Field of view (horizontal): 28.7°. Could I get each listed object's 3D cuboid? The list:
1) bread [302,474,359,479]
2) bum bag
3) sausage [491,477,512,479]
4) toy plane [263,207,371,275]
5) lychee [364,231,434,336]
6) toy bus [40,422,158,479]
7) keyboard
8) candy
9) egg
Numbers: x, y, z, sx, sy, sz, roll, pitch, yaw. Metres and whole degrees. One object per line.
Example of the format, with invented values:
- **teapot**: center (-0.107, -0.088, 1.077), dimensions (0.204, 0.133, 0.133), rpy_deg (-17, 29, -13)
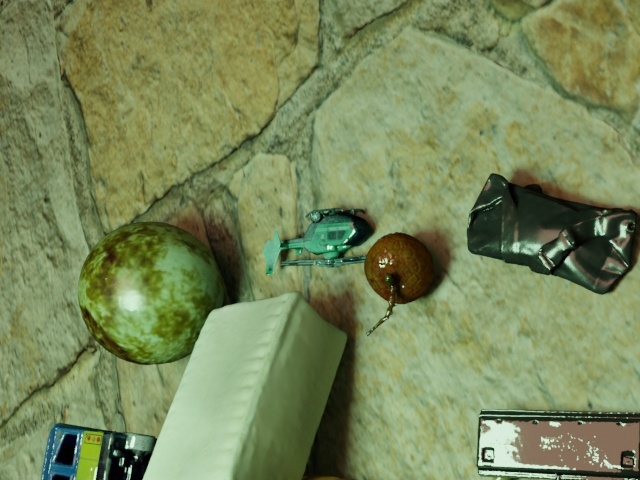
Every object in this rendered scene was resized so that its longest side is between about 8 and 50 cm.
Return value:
- **bread**: center (0.031, 0.422, 1.764), dimensions (0.311, 0.121, 0.173), rpy_deg (-5, 73, 44)
- **bum bag**: center (0.307, -0.012, 1.692), dimensions (0.248, 0.060, 0.123), rpy_deg (17, 88, 44)
- **sausage**: center (0.260, 0.287, 1.663), dimensions (0.024, 0.024, 0.132), rpy_deg (39, 103, 43)
- **toy plane**: center (0.000, 0.000, 1.980), dimensions (0.235, 0.060, 0.096), rpy_deg (-7, 85, 37)
- **lychee**: center (0.115, 0.051, 1.821), dimensions (0.114, 0.101, 0.140), rpy_deg (106, 160, -43)
- **toy bus**: center (-0.272, 0.372, 1.944), dimensions (0.175, 0.288, 0.138), rpy_deg (-3, 75, 42)
- **keyboard**: center (0.306, 0.265, 1.606), dimensions (0.230, 0.025, 0.093), rpy_deg (-3, 78, 33)
- **candy**: center (-0.109, 0.258, 1.849), dimensions (0.208, 0.145, 0.358), rpy_deg (-15, 45, 42)
- **egg**: center (-0.291, 0.084, 2.094), dimensions (0.289, 0.238, 0.238), rpy_deg (19, 90, 58)
